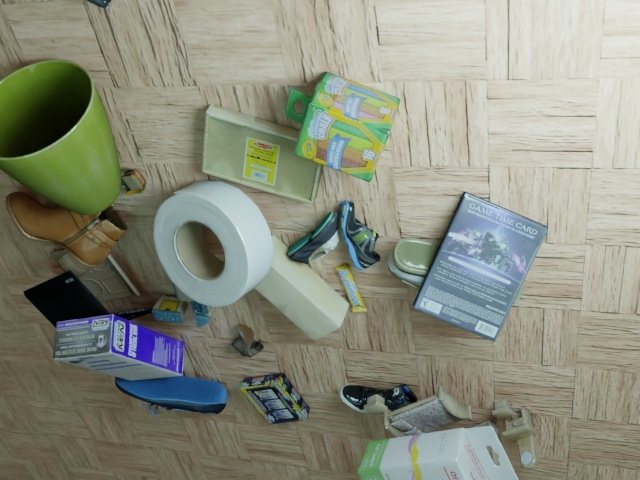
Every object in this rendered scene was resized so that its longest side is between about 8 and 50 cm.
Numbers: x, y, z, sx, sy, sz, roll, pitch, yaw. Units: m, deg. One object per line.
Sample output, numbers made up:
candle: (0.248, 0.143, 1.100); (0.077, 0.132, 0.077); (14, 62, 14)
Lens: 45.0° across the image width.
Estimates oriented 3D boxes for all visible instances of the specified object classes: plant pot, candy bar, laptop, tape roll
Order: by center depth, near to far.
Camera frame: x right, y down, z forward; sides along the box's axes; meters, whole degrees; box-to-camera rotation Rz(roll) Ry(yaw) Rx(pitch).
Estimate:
plant pot: (-0.563, -0.195, 1.704); (0.274, 0.275, 0.294); (3, 148, 16)
tape roll: (-0.251, 0.006, 1.795); (0.286, 0.100, 0.286); (15, 119, 29)
candy bar: (0.074, 0.118, 1.907); (0.040, 0.018, 0.162); (-5, 129, 22)
laptop: (-0.619, 0.164, 2.100); (0.234, 0.264, 0.137); (-20, 81, 37)

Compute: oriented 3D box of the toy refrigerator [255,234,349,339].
toy refrigerator: (-0.063, 0.115, 1.901); (0.269, 0.094, 0.102); (43, 132, -16)

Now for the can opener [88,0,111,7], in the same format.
can opener: (-0.493, -0.516, 1.504); (0.186, 0.059, 0.073); (37, 131, -15)

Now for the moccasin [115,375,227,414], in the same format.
moccasin: (-0.453, 0.469, 2.320); (0.341, 0.138, 0.117); (16, 138, 6)

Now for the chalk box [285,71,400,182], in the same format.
chalk box: (0.031, -0.233, 1.529); (0.213, 0.132, 0.132); (19, 133, 1)

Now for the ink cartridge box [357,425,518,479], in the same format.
ink cartridge box: (0.299, 0.602, 1.964); (0.353, 0.119, 0.207); (-18, 111, 29)

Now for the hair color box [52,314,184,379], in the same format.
hair color box: (-0.540, 0.298, 2.107); (0.185, 0.110, 0.339); (-9, 159, 20)

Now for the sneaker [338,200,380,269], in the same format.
sneaker: (0.090, -0.018, 1.760); (0.078, 0.067, 0.188); (-18, 123, 6)

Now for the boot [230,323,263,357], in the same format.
boot: (-0.216, 0.281, 2.136); (0.087, 0.042, 0.118); (-20, 121, 34)

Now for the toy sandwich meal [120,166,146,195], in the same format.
toy sandwich meal: (-0.455, -0.139, 1.847); (0.085, 0.029, 0.086); (9, 133, 10)

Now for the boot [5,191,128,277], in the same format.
boot: (-0.633, -0.060, 1.933); (0.220, 0.109, 0.283); (-38, 93, 28)

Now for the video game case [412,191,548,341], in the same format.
video game case: (0.341, 0.058, 1.658); (0.196, 0.026, 0.274); (23, 99, -2)

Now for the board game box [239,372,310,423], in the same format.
board game box: (-0.132, 0.465, 2.267); (0.141, 0.048, 0.170); (-12, 126, 30)

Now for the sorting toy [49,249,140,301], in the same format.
sorting toy: (-0.610, 0.086, 2.101); (0.208, 0.038, 0.193); (-8, 127, 30)

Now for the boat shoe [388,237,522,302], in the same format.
boat shoe: (0.301, 0.077, 1.745); (0.302, 0.113, 0.103); (20, 154, -1)

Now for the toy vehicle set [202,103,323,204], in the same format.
toy vehicle set: (-0.126, -0.185, 1.691); (0.266, 0.035, 0.166); (17, 133, 3)

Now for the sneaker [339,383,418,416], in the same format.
sneaker: (0.171, 0.422, 2.114); (0.216, 0.079, 0.121); (23, 131, -13)

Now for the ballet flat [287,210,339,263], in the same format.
ballet flat: (0.000, 0.000, 1.793); (0.074, 0.074, 0.203); (35, 138, -14)

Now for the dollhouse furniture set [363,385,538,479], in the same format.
dollhouse furniture set: (0.340, 0.502, 1.993); (0.303, 0.174, 0.355); (-31, 129, 33)

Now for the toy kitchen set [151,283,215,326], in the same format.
toy kitchen set: (-0.378, 0.145, 2.012); (0.166, 0.122, 0.207); (6, 132, 14)
